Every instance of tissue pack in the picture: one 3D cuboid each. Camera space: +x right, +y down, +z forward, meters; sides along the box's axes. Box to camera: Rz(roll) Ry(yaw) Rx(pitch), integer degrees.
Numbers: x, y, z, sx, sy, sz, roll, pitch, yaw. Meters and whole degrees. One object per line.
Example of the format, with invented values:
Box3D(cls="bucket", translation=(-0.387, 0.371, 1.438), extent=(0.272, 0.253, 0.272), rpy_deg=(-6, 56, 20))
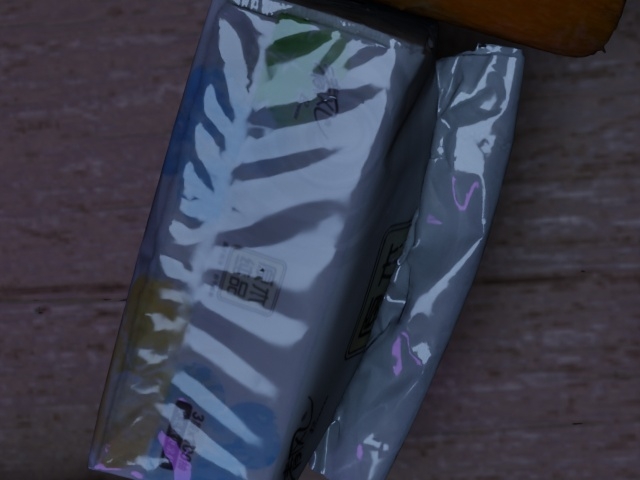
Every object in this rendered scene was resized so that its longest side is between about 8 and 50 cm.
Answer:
Box3D(cls="tissue pack", translation=(0.000, 0.000, 0.815), extent=(0.145, 0.159, 0.229), rpy_deg=(19, 105, 3))

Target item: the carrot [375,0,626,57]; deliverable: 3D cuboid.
Box3D(cls="carrot", translation=(-0.016, -0.221, 0.740), extent=(0.331, 0.193, 0.214), rpy_deg=(15, 76, 0))
